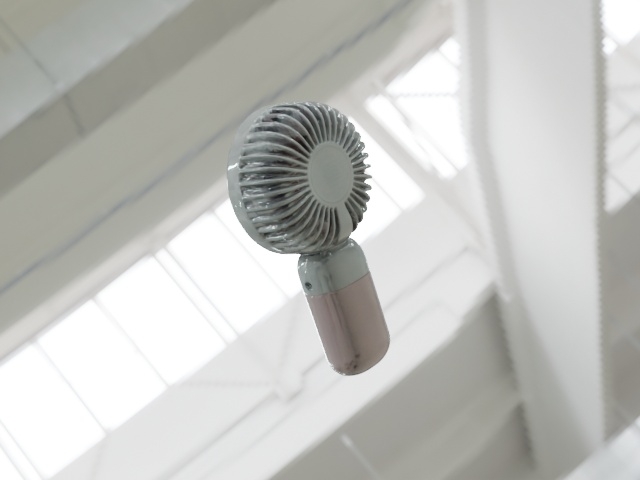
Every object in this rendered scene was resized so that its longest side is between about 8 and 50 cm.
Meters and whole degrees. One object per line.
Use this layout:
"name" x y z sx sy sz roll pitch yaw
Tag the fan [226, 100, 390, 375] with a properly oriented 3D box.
"fan" 0.000 0.000 1.487 0.130 0.074 0.244 -29 -72 -42
